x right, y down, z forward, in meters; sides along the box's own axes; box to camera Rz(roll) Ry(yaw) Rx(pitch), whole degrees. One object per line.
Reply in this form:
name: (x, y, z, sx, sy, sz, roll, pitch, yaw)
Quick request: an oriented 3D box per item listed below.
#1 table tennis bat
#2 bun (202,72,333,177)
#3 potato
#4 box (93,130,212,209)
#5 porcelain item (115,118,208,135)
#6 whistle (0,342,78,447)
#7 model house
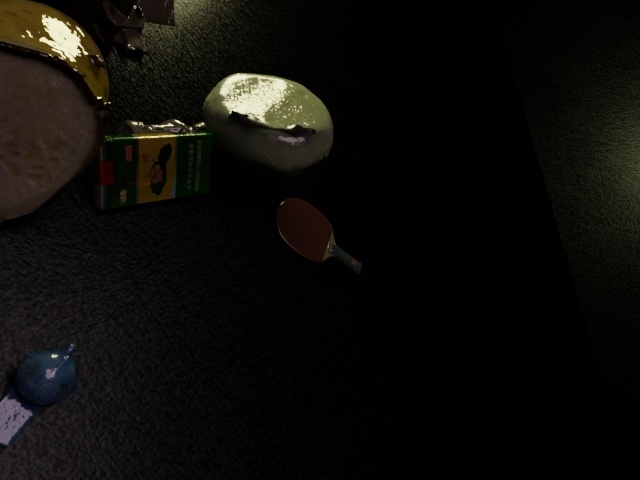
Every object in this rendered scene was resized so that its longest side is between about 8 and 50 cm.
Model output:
table tennis bat: (0.000, 0.000, 1.246, 0.274, 0.021, 0.154, 37, 48, -21)
bun: (-0.123, -0.243, 1.144, 0.294, 0.187, 0.293, 13, 44, -13)
potato: (-0.528, -0.221, 0.763, 0.398, 0.289, 0.295, -23, 49, -10)
box: (-0.315, -0.140, 0.958, 0.235, 0.034, 0.132, -18, 125, -46)
porcelain item: (-0.311, -0.214, 1.041, 0.216, 0.069, 0.081, -28, 85, -52)
whistle: (-0.405, 0.211, 0.713, 0.090, 0.090, 0.157, 43, 45, -18)
model house: (-0.384, -0.458, 0.982, 0.205, 0.211, 0.243, -14, 77, -44)
